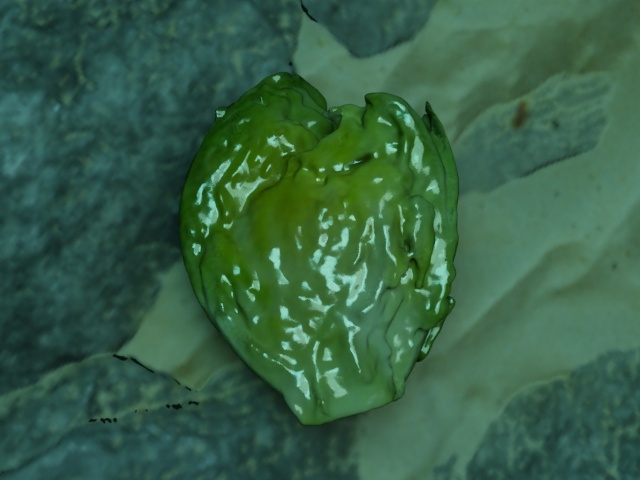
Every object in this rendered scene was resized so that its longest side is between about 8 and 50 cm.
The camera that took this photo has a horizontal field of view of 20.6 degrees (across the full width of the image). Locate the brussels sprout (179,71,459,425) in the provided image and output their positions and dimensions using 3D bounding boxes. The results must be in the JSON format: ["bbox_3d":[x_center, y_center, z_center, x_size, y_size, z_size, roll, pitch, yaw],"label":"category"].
[{"bbox_3d":[0.000,0.002,0.877,0.139,0.100,0.181,-5,83,-3],"label":"brussels sprout"}]
